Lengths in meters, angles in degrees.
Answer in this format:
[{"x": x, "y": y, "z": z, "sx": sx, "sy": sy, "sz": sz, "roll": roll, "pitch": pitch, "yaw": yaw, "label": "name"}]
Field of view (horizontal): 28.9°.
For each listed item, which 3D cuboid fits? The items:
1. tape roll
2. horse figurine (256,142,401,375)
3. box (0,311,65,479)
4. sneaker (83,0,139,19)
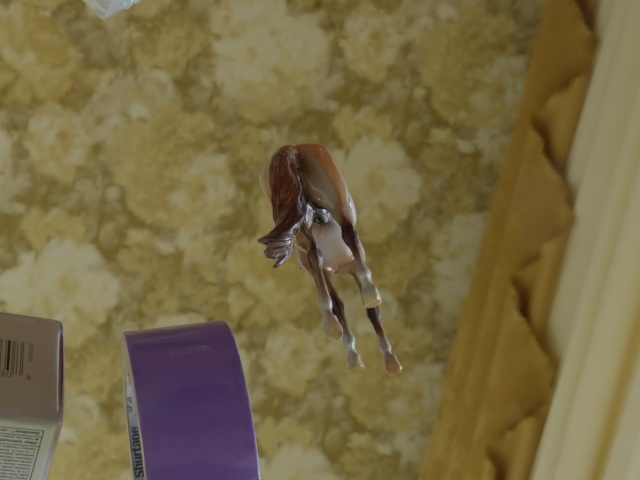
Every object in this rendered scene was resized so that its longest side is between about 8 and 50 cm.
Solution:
[{"x": -0.101, "y": 0.158, "z": 0.941, "sx": 0.080, "sy": 0.189, "sz": 0.189, "roll": -6, "pitch": -167, "yaw": -14, "label": "tape roll"}, {"x": 0.000, "y": 0.000, "z": 0.897, "sx": 0.066, "sy": 0.174, "sz": 0.263, "roll": -22, "pitch": 157, "yaw": 2, "label": "horse figurine"}, {"x": -0.315, "y": 0.182, "z": 1.070, "sx": 0.149, "sy": 0.232, "sz": 0.127, "roll": 10, "pitch": -143, "yaw": -18, "label": "box"}, {"x": -0.070, "y": -0.193, "z": 0.564, "sx": 0.127, "sy": 0.126, "sz": 0.321, "roll": 49, "pitch": -166, "yaw": -9, "label": "sneaker"}]
